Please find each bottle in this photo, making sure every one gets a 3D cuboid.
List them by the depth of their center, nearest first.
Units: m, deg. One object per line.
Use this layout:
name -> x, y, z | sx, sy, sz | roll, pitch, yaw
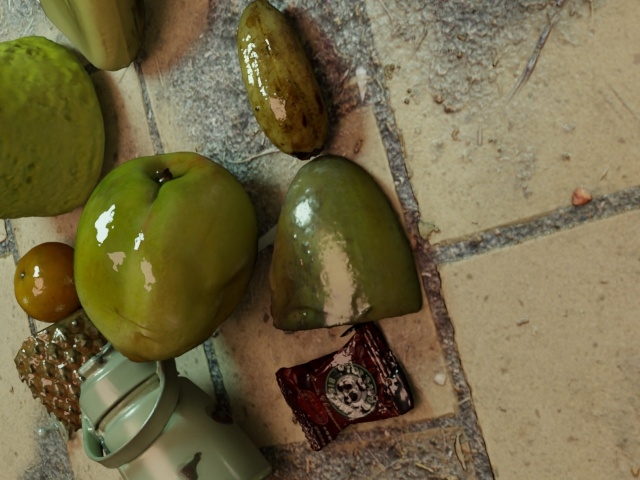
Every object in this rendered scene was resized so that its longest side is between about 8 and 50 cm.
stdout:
bottle -> -0.264, 0.310, 1.821 | 0.351, 0.229, 0.229 | 51, 126, 8

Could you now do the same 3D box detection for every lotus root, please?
lotus root -> -0.063, -0.242, 1.674 | 0.110, 0.097, 0.258 | -24, 80, 9

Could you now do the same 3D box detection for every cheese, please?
cheese -> -0.395, -0.442, 1.841 | 0.259, 0.128, 0.316 | 43, 151, 16

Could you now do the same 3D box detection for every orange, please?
orange -> -0.513, 0.078, 2.093 | 0.156, 0.124, 0.156 | -8, 77, 38

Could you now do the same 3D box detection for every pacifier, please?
pacifier -> -0.538, 0.377, 2.213 | 0.083, 0.064, 0.068 | 46, 141, 26

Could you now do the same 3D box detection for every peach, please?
peach -> -0.249, 0.022, 1.747 | 0.281, 0.314, 0.315 | 20, 128, 14

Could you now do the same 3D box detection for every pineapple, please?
pineapple -> -0.389, 0.292, 2.001 | 0.202, 0.202, 0.362 | -39, 84, 38

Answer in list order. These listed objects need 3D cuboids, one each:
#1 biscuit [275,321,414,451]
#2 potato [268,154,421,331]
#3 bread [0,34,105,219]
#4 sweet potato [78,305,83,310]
biscuit -> 0.029, 0.228, 1.701 | 0.235, 0.063, 0.151 | -32, 88, 35
potato -> 0.000, 0.000, 1.659 | 0.269, 0.112, 0.255 | -9, 91, 39
bread -> -0.585, -0.195, 1.995 | 0.348, 0.308, 0.348 | 9, 105, 36
sweet potato -> -0.461, 0.156, 2.135 | 0.026, 0.026, 0.115 | 12, 99, 39
